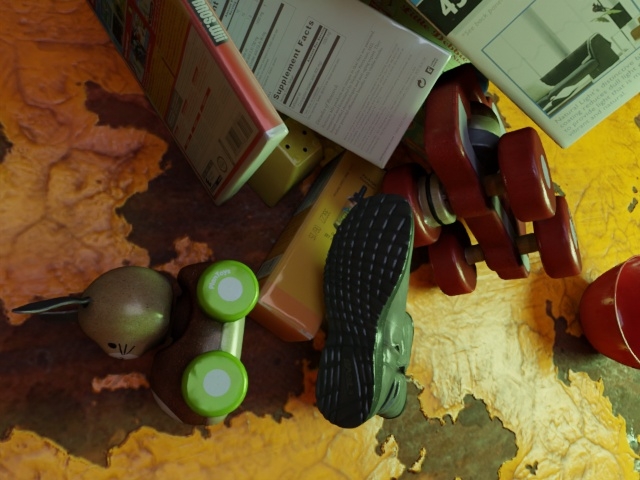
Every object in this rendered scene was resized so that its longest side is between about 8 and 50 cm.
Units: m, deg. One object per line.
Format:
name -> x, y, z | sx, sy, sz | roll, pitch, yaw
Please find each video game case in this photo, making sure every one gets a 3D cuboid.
video game case -> -0.147, -0.184, 0.494 | 0.025, 0.204, 0.285 | -33, 93, -26

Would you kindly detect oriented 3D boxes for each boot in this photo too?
boot -> 0.066, 0.081, 0.566 | 0.161, 0.084, 0.246 | 22, 79, -63

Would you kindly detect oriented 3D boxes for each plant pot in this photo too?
plant pot -> -0.044, -0.102, 0.594 | 0.081, 0.083, 0.081 | 49, 61, -8

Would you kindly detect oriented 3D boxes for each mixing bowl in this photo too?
mixing bowl -> 0.474, 0.118, 0.784 | 0.182, 0.098, 0.181 | 7, 75, -25

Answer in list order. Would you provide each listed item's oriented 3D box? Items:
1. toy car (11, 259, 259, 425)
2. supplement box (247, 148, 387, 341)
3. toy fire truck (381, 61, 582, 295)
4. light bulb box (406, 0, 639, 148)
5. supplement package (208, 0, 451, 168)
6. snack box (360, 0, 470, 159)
toy car -> -0.165, 0.083, 0.454 | 0.189, 0.155, 0.148 | 10, 72, -14
supplement box -> 0.000, 0.000, 0.593 | 0.078, 0.080, 0.233 | 38, 65, -14
toy fire truck -> 0.204, -0.088, 0.640 | 0.302, 0.169, 0.253 | 44, 42, -41
light bulb box -> 0.193, -0.355, 0.554 | 0.361, 0.225, 0.357 | 31, 33, -26
supplement package -> 0.000, -0.208, 0.559 | 0.244, 0.133, 0.139 | 29, 23, -2
snack box -> 0.075, -0.281, 0.713 | 0.322, 0.060, 0.187 | 33, 66, -15
